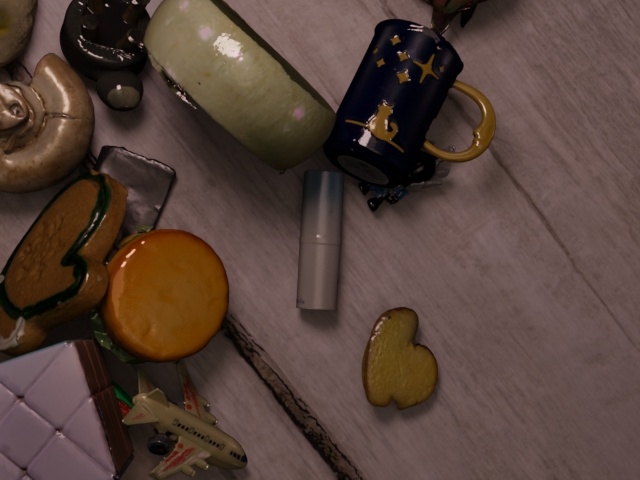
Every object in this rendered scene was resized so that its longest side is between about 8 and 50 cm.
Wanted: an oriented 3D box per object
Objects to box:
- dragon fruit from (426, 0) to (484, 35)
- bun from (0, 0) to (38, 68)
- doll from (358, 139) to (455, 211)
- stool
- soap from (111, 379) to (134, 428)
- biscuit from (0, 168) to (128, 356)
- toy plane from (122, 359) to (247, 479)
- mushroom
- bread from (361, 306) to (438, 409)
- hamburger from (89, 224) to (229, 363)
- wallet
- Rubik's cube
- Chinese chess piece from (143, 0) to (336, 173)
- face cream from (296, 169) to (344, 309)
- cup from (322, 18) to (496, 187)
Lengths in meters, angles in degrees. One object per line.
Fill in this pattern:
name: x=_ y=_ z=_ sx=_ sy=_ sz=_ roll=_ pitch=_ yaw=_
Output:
dragon fruit: x=0.255 y=-0.510 z=1.586 sx=0.192 sy=0.193 sz=0.274 roll=18 pitch=85 yaw=-33
bun: x=-0.659 y=-0.432 z=1.438 sx=0.365 sy=0.219 sz=0.365 roll=0 pitch=90 yaw=-10
doll: x=0.167 y=-0.126 z=1.606 sx=0.195 sy=0.070 sz=0.096 roll=-29 pitch=79 yaw=-3
stool: x=-0.351 y=-0.346 z=1.497 sx=0.153 sy=0.139 sz=0.228 roll=-34 pitch=89 yaw=-29
soap: x=-0.448 y=0.348 z=1.485 sx=0.218 sy=0.098 sz=0.273 roll=40 pitch=83 yaw=-1
biscuit: x=-0.437 y=0.042 z=1.423 sx=0.057 sy=0.287 sz=0.343 roll=36 pitch=90 yaw=-40
toy plane: x=-0.229 y=0.329 z=1.491 sx=0.104 sy=0.242 sz=0.256 roll=-26 pitch=124 yaw=23
mushroom: x=-0.490 y=-0.183 z=1.460 sx=0.254 sy=0.195 sz=0.189 roll=-44 pitch=96 yaw=-6
bread: x=0.145 y=0.217 z=1.594 sx=0.149 sy=0.065 sz=0.187 roll=10 pitch=83 yaw=-18
hamburger: x=-0.286 y=0.091 z=1.473 sx=0.246 sy=0.170 sz=0.246 roll=0 pitch=91 yaw=-32
wallet: x=-0.374 y=-0.023 z=1.550 sx=0.146 sy=0.030 sz=0.285 roll=22 pitch=83 yaw=-3
Rubik's cube: x=-0.434 y=0.286 z=1.329 sx=0.231 sy=0.224 sz=0.221 roll=-18 pitch=87 yaw=-7
Chinese chess piece: x=-0.133 y=-0.267 z=1.434 sx=0.349 sy=0.349 sz=0.146 roll=43 pitch=99 yaw=-3
face cream: x=0.000 y=0.000 z=1.572 sx=0.077 sy=0.077 sz=0.250 roll=3 pitch=88 yaw=-7
cup: x=0.158 y=-0.224 z=1.517 sx=0.255 sy=0.178 sz=0.256 roll=18 pitch=77 yaw=30
